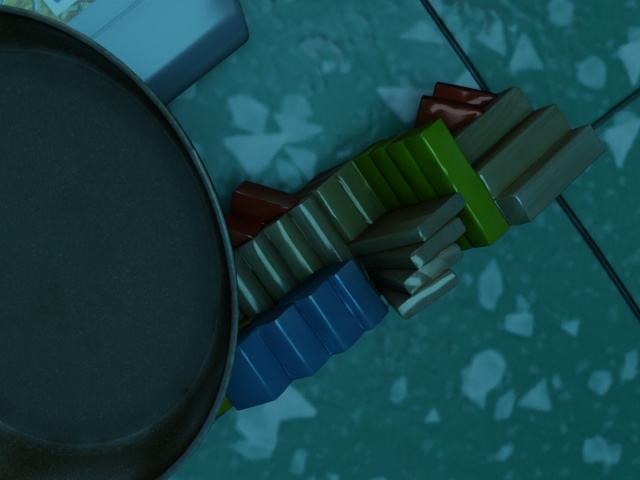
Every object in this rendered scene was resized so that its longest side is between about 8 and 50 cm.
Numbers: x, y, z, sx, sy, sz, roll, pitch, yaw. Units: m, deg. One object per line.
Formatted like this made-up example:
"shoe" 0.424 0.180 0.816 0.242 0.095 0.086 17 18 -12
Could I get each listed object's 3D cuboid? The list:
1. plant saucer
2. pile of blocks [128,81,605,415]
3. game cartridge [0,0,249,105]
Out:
"plant saucer" -0.178 0.013 0.719 0.311 0.050 0.310 6 106 23
"pile of blocks" 0.000 0.000 0.760 0.362 0.149 0.112 -36 101 -4
"game cartridge" -0.191 -0.203 0.756 0.198 0.062 0.297 -39 101 1
